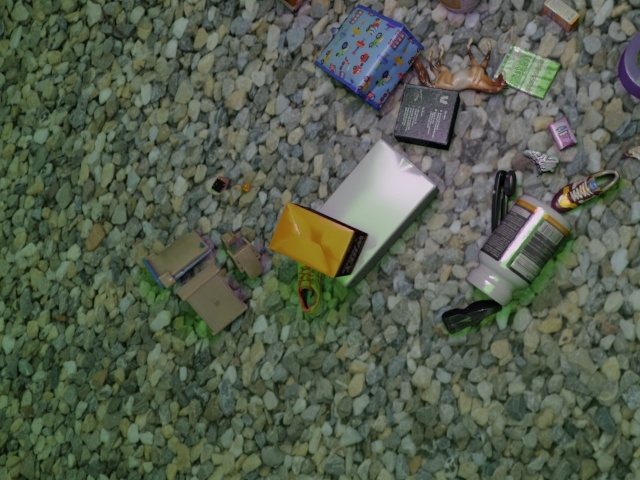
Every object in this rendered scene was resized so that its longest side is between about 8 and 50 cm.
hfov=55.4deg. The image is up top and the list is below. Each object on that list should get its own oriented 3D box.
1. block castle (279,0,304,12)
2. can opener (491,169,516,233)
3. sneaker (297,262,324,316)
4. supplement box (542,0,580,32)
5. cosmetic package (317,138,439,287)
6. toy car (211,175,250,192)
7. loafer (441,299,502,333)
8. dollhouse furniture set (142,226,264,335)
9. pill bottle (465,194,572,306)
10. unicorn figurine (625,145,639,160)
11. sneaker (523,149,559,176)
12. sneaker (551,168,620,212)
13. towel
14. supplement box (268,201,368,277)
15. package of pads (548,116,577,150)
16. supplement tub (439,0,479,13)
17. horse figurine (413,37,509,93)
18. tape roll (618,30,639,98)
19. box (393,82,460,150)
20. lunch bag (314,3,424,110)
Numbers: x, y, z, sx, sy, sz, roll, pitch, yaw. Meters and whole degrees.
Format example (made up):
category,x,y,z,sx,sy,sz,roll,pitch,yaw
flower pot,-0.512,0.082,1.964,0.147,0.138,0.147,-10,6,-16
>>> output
category,x,y,z,sx,sy,sz,roll,pitch,yaw
block castle,-0.105,-0.876,1.717,0.213,0.453,0.303,41,98,6
can opener,0.504,-0.106,1.707,0.059,0.073,0.186,10,99,8
sneaker,-0.034,0.122,1.818,0.081,0.094,0.209,-12,82,16
supplement box,0.666,-0.629,1.691,0.098,0.062,0.036,45,100,14
cosmetic package,0.137,-0.074,1.755,0.217,0.156,0.385,45,97,13
toy car,-0.284,-0.173,1.944,0.122,0.060,0.041,18,47,-1
loafer,0.429,0.213,1.713,0.170,0.062,0.061,-18,105,16
dollhouse furniture set,-0.356,0.091,1.925,0.286,0.198,0.303,-40,45,-12
pill bottle,0.526,0.030,1.638,0.162,0.162,0.278,38,97,14
unicorn figurine,0.892,-0.235,1.614,0.162,0.060,0.111,-44,76,-8
sneaker,0.606,-0.210,1.694,0.098,0.038,0.069,18,91,16
sneaker,0.708,-0.137,1.638,0.185,0.084,0.070,-32,79,11
towel,0.584,-0.477,1.728,0.152,0.023,0.113,28,96,13
supplement box,0.000,0.000,1.605,0.191,0.194,0.129,24,95,14
package of pads,0.669,-0.294,1.685,0.050,0.032,0.083,-24,81,15
supplement tub,0.389,-0.732,1.701,0.144,0.199,0.144,-1,87,15
horse figurine,0.397,-0.486,1.755,0.263,0.066,0.175,-6,80,14
tape roll,0.896,-0.469,1.610,0.188,0.080,0.189,-1,86,14
box,0.307,-0.354,1.755,0.158,0.093,0.156,14,90,17
lunch bag,0.115,-0.561,1.791,0.221,0.138,0.293,-53,54,11
